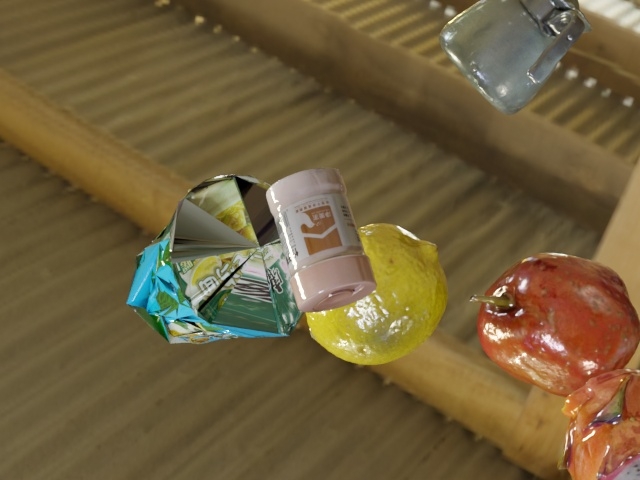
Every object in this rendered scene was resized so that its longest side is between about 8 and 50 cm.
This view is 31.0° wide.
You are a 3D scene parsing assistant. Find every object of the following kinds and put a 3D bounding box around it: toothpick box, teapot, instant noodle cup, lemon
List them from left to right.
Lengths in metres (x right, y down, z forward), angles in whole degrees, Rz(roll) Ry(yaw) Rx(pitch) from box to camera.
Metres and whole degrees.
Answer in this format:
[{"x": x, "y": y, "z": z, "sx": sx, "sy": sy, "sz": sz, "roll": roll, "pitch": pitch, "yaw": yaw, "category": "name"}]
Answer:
[{"x": -0.143, "y": 0.042, "z": 1.624, "sx": 0.240, "sy": 0.178, "sz": 0.240, "roll": 11, "pitch": -113, "yaw": -29, "category": "instant noodle cup"}, {"x": 0.000, "y": 0.000, "z": 1.375, "sx": 0.098, "sy": 0.098, "sz": 0.149, "roll": -7, "pitch": -110, "yaw": -29, "category": "toothpick box"}, {"x": 0.100, "y": 0.097, "z": 2.085, "sx": 0.267, "sy": 0.267, "sz": 0.267, "roll": 11, "pitch": -144, "yaw": -8, "category": "lemon"}, {"x": 0.387, "y": -0.406, "z": 2.196, "sx": 0.223, "sy": 0.285, "sz": 0.305, "roll": 49, "pitch": -166, "yaw": 6, "category": "teapot"}]

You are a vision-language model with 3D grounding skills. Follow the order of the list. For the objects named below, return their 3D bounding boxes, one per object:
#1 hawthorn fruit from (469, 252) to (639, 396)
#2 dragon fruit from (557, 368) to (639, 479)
[{"x": 0.416, "y": 0.147, "z": 2.151, "sx": 0.330, "sy": 0.287, "sz": 0.287, "roll": 18, "pitch": -147, "yaw": -22, "category": "hawthorn fruit"}, {"x": 0.483, "y": 0.305, "z": 1.707, "sx": 0.291, "sy": 0.290, "sz": 0.189, "roll": 4, "pitch": -143, "yaw": -16, "category": "dragon fruit"}]
